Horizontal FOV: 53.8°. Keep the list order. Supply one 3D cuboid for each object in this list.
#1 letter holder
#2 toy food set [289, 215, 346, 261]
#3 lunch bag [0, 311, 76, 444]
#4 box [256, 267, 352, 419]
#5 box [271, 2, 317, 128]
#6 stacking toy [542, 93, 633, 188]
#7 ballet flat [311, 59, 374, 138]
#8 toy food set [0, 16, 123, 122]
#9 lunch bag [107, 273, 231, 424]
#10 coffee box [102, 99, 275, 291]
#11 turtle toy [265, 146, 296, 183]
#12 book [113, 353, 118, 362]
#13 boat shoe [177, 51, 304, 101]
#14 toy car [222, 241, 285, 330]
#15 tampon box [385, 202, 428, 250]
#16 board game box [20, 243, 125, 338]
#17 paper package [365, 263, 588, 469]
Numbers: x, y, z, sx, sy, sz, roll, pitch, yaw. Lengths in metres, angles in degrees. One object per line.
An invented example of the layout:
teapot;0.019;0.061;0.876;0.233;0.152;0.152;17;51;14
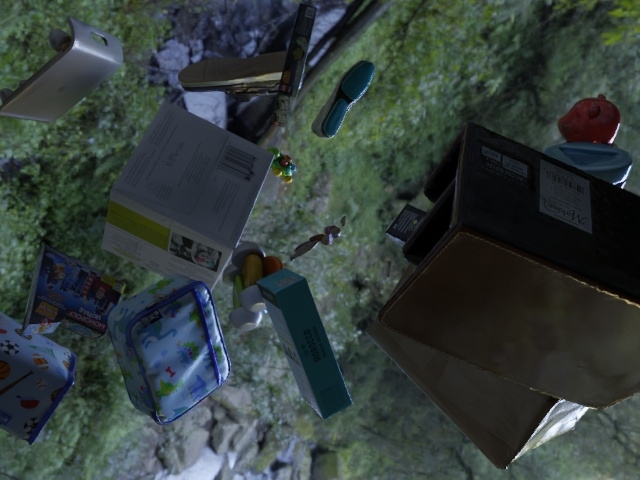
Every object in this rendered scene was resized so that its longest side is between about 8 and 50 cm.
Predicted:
letter holder;0.240;0.045;0.697;0.214;0.301;0.152;120;-10;-50
toy food set;0.000;0.000;1.166;0.019;0.122;0.078;55;14;-13
lunch bag;-0.844;0.325;1.679;0.327;0.385;0.239;36;88;-22
box;-0.027;0.174;1.076;0.060;0.100;0.245;-25;107;-18
box;-0.036;-0.233;0.850;0.094;0.027;0.137;118;-15;-73
stacking toy;0.373;-0.150;1.057;0.309;0.279;0.131;-54;144;-57
ballet flat;0.035;-0.263;1.151;0.057;0.052;0.168;39;82;-39
toy food set;-0.635;-0.394;1.488;0.092;0.306;0.219;56;11;1
lunch bag;-0.244;0.176;1.050;0.176;0.090;0.219;-30;123;-40
coffee box;-0.371;-0.106;1.759;0.334;0.338;0.338;-52;-164;55
turtle toy;-0.125;-0.237;1.924;0.066;0.095;0.130;-48;137;11
book;-0.465;0.244;1.586;0.035;0.096;0.144;29;74;-44
boat shoe;-0.174;-0.359;1.426;0.092;0.285;0.103;89;-12;-45
toy car;-0.133;0.101;1.388;0.182;0.136;0.159;-59;-142;45
tampon box;0.278;-0.005;1.650;0.101;0.161;0.120;-53;136;-7
board game box;-0.546;0.136;1.353;0.194;0.060;0.194;31;43;-21
paper package;0.297;0.189;1.087;0.309;0.325;0.168;3;123;-48
